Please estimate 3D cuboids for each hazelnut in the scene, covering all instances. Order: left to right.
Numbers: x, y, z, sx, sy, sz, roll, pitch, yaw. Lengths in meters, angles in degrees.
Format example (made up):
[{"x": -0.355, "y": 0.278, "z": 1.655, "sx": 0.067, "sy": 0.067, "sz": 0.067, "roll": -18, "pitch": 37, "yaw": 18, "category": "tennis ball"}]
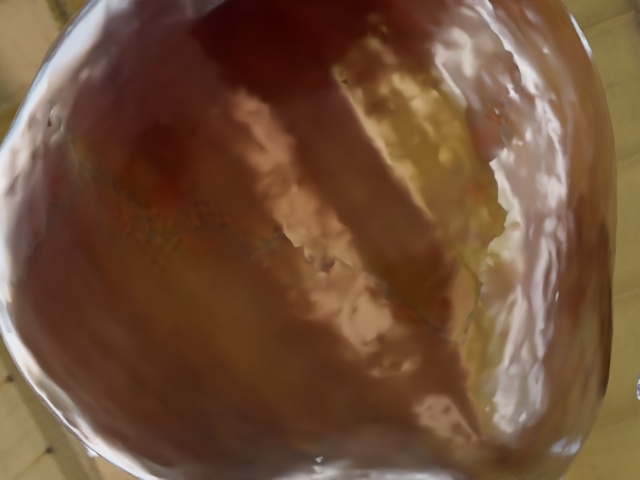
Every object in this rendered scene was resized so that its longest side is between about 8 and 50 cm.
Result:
[{"x": 0.000, "y": 0.000, "z": 0.649, "sx": 0.359, "sy": 0.409, "sz": 0.359, "roll": -3, "pitch": -102, "yaw": 13, "category": "hazelnut"}]

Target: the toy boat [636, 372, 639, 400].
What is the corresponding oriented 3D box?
[{"x": 0.258, "y": 0.077, "z": 0.703, "sx": 0.100, "sy": 0.097, "sz": 0.223, "roll": 0, "pitch": -25, "yaw": 2, "category": "toy boat"}]
